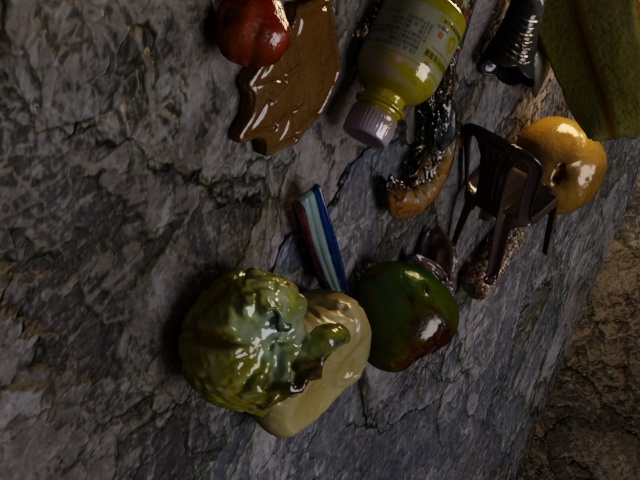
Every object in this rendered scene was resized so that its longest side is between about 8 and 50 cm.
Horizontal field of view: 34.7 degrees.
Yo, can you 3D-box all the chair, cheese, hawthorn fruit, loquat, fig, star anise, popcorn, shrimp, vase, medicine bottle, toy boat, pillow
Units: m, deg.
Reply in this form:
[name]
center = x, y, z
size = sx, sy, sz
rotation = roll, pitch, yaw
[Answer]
[chair]
center = 0.355, -0.098, 1.951
size = 0.183, 0.175, 0.326
rotation = -33, 145, -37
[cheese]
center = -0.024, 0.183, 1.498
size = 0.214, 0.117, 0.226
rotation = -34, 143, -41
[hawthorn fruit]
center = -0.072, -0.234, 1.110
size = 0.093, 0.093, 0.093
rotation = -44, 145, -41
[loquat]
center = 0.496, -0.156, 2.154
size = 0.208, 0.208, 0.208
rotation = -44, 145, -41
[fig]
center = 0.131, 0.123, 1.696
size = 0.181, 0.181, 0.191
rotation = -44, 117, -41
[star anise]
center = 0.193, 0.095, 1.886
size = 0.229, 0.093, 0.236
rotation = -68, 159, -14
[popcorn]
center = -0.069, 0.125, 1.277
size = 0.198, 0.212, 0.198
rotation = -163, -90, -83
[shrimp]
center = 0.161, -0.160, 1.655
size = 0.222, 0.054, 0.290
rotation = -39, 142, -43
[vase]
center = 0.362, -0.401, 1.810
size = 0.115, 0.115, 0.237
rotation = 27, 82, -65
[medicine bottle]
center = 0.106, -0.233, 1.410
size = 0.212, 0.122, 0.122
rotation = -64, 154, -9
[toy boat]
center = 0.000, 0.000, 1.458
size = 0.046, 0.080, 0.229
rotation = -26, 144, -6
[pillow]
center = 0.463, -0.414, 2.057
size = 0.229, 0.050, 0.148
rotation = -60, 157, -16

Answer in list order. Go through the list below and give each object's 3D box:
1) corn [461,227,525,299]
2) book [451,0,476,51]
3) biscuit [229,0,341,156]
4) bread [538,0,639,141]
[corn]
center = 0.377, 0.035, 2.206
size = 0.237, 0.079, 0.079
rotation = -49, 148, -36
[book]
center = 0.194, -0.446, 1.501
size = 0.322, 0.018, 0.228
rotation = 36, 68, -64
[biscuit]
center = -0.040, -0.190, 1.260
size = 0.215, 0.034, 0.182
rotation = -53, 150, -29
[bread]
center = 0.572, -0.389, 1.962
size = 0.245, 0.233, 0.361
rotation = -51, 131, -31
